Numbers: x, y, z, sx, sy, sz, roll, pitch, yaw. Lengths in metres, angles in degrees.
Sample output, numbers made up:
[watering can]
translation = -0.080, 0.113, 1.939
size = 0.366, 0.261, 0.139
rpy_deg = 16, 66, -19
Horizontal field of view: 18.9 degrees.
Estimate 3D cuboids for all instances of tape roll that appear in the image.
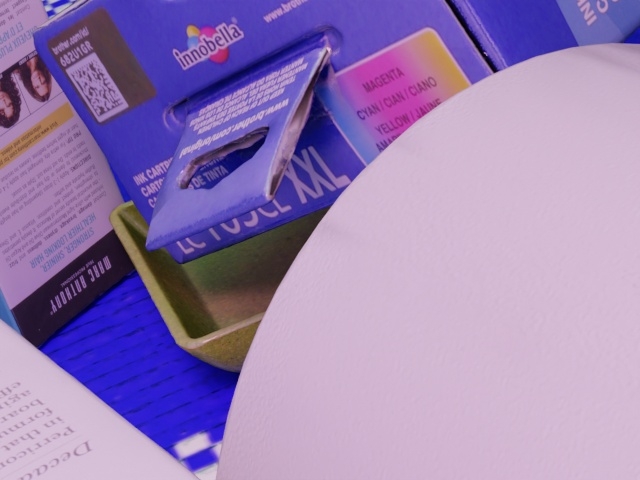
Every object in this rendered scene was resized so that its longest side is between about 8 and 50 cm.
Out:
[tape roll]
translation = 0.115, 0.081, 0.537
size = 0.246, 0.246, 0.169
rpy_deg = -30, 32, -21

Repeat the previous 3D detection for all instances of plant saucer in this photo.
[plant saucer]
translation = 0.000, 0.000, 0.998
size = 0.188, 0.045, 0.188
rpy_deg = -23, 26, -8

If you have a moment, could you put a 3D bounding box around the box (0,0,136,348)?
[box]
translation = -0.184, -0.068, 1.022
size = 0.060, 0.244, 0.100
rpy_deg = 7, 36, 42

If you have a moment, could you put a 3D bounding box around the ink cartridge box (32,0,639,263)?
[ink cartridge box]
translation = 0.047, -0.140, 0.935
size = 0.395, 0.151, 0.270
rpy_deg = -39, 12, -38

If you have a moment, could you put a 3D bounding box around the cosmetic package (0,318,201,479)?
[cosmetic package]
translation = -0.076, 0.171, 0.536
size = 0.156, 0.217, 0.385
rpy_deg = -31, 30, -22
